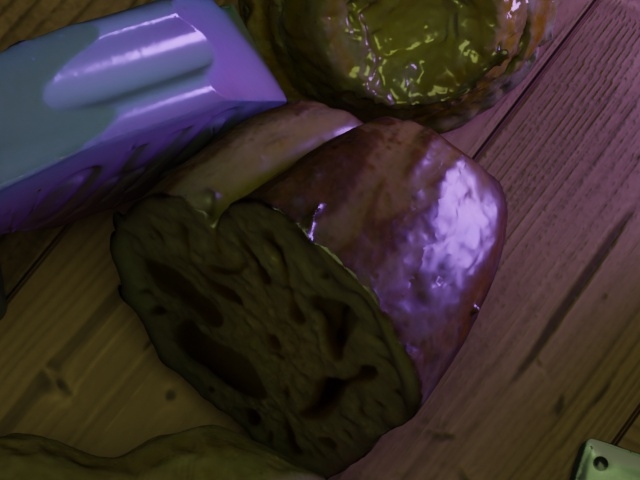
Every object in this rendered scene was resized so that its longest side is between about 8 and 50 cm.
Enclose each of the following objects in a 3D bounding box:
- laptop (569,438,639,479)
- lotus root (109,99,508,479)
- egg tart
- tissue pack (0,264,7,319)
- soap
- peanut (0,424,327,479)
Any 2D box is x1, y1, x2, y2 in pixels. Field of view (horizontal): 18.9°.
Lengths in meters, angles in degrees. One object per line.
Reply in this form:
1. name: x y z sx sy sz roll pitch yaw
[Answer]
1. laptop: 0.277 0.321 1.647 0.187 0.015 0.269 19 76 1
2. lotus root: 0.000 0.000 1.575 0.316 0.316 0.250 37 62 5
3. egg tart: 0.070 -0.208 1.652 0.290 0.115 0.290 -1 111 -2
4. tissue pack: -0.402 0.001 1.621 0.246 0.136 0.159 -9 78 -6
5. soap: -0.181 -0.099 1.559 0.324 0.193 0.109 -22 76 -42
6. peanut: -0.134 0.241 1.563 0.387 0.169 0.192 6 71 -2
